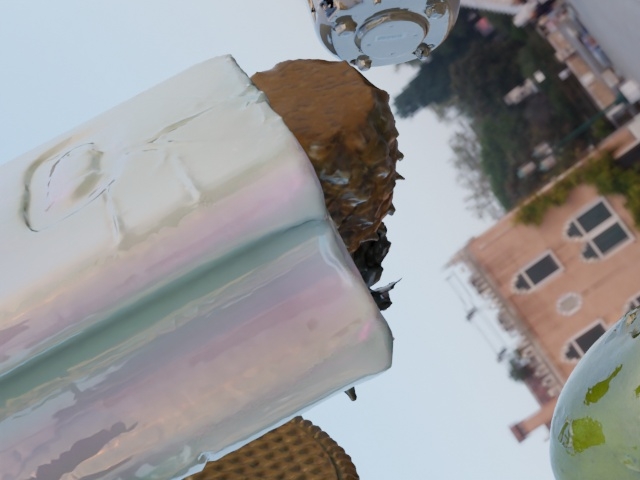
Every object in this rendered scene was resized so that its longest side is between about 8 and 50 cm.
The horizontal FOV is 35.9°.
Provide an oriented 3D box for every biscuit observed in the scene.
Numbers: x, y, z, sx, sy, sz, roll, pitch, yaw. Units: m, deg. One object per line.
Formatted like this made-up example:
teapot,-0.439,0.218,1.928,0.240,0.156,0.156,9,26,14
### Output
biscuit,-0.079,0.269,1.046,0.259,0.079,0.259,14,-153,-7

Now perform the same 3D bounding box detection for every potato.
potato,0.306,0.156,0.925,0.148,0.253,0.186,19,-152,-17

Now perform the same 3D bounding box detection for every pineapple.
pineapple,-0.001,0.000,0.707,0.128,0.128,0.248,-106,8,-52

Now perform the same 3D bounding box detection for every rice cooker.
rice cooker,0.051,-0.227,0.845,0.206,0.145,0.127,60,-161,-81

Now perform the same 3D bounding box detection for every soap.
soap,-0.159,0.053,0.465,0.115,0.347,0.208,62,178,-26
